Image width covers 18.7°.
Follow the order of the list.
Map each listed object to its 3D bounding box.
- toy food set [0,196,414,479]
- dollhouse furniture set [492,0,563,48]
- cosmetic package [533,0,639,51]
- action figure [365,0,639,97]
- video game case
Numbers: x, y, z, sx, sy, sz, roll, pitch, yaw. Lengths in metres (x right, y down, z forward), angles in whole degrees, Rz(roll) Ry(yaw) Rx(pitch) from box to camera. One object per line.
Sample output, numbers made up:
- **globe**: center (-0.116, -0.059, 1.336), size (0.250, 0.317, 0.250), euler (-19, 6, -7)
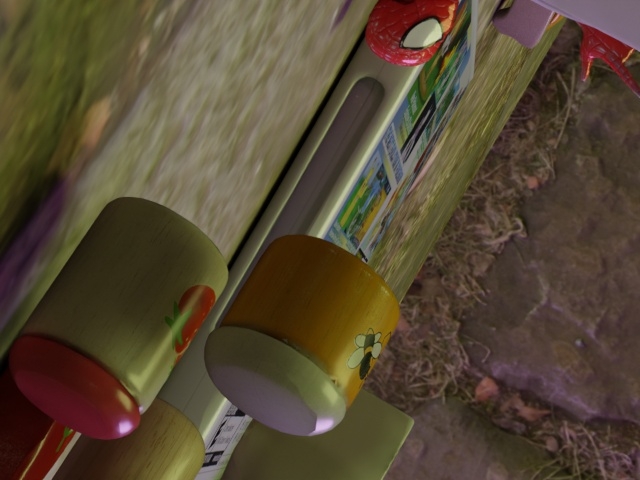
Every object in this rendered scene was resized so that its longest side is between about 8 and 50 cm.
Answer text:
- **toy food set**: center (-0.053, 0.079, 0.561), size (0.104, 0.111, 0.232), euler (-58, 177, -26)
- **dollhouse furniture set**: center (0.282, -0.282, 1.569), size (0.197, 0.151, 0.301), euler (-55, 173, -45)
- **cosmetic package**: center (0.126, -0.182, 0.644), size (0.151, 0.151, 0.184), euler (-57, 174, -39)
- **action figure**: center (0.132, -0.171, 0.804), size (0.280, 0.139, 0.091), euler (-53, 175, 8)
- **video game case**: center (0.000, 0.000, 1.071), size (0.300, 0.036, 0.329), euler (-60, 174, -2)
